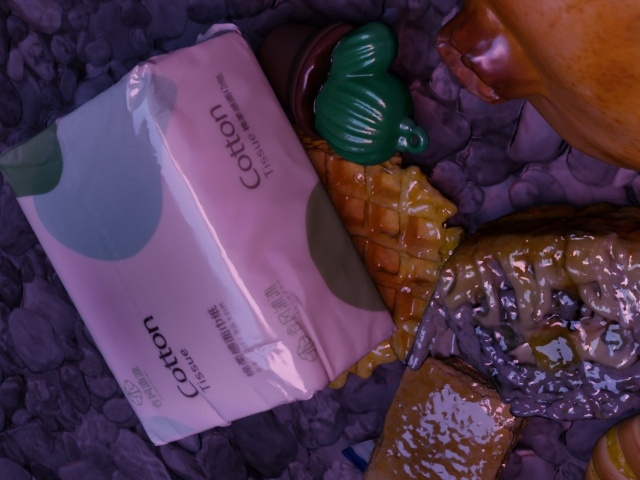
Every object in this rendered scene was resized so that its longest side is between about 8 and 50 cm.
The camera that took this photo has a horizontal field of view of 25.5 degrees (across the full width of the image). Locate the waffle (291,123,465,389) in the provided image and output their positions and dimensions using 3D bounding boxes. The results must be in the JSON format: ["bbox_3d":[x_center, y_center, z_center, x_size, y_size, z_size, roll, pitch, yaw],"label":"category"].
[{"bbox_3d":[0.002,-0.001,1.497,0.312,0.060,0.307,45,127,10],"label":"waffle"}]

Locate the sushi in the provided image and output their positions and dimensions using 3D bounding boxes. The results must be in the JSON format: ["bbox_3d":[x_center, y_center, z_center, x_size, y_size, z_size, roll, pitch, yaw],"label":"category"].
[{"bbox_3d":[0.221,0.063,1.316,0.274,0.139,0.184,-1,108,34],"label":"sushi"}]

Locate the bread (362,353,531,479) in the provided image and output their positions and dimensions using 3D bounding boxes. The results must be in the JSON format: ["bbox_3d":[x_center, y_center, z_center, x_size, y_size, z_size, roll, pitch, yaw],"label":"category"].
[{"bbox_3d":[0.128,0.207,1.446,0.138,0.102,0.196,33,112,20],"label":"bread"}]

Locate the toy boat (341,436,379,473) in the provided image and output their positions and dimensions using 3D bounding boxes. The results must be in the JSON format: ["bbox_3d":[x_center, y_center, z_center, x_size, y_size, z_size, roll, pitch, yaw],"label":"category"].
[{"bbox_3d":[0.115,0.299,1.540,0.046,0.080,0.229,-45,75,3],"label":"toy boat"}]

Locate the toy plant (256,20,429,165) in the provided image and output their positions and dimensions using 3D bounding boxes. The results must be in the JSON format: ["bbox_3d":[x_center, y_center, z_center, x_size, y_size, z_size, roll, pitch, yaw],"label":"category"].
[{"bbox_3d":[0.030,-0.152,1.383,0.200,0.105,0.143,26,118,28],"label":"toy plant"}]

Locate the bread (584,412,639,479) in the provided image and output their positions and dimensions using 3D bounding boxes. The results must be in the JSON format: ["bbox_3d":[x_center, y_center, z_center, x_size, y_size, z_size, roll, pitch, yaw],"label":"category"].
[{"bbox_3d":[0.341,0.228,1.279,0.213,0.105,0.213,12,144,9],"label":"bread"}]

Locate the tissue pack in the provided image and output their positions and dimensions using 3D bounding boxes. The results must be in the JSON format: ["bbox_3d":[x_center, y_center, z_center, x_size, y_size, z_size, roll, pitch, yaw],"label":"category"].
[{"bbox_3d":[-0.126,0.000,1.419,0.266,0.194,0.356,-23,97,44],"label":"tissue pack"}]

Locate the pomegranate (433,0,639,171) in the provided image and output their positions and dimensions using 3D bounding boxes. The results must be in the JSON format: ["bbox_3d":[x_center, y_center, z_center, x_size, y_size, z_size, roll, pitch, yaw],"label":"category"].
[{"bbox_3d":[0.255,-0.224,0.997,0.416,0.416,0.417,14,116,30],"label":"pomegranate"}]
